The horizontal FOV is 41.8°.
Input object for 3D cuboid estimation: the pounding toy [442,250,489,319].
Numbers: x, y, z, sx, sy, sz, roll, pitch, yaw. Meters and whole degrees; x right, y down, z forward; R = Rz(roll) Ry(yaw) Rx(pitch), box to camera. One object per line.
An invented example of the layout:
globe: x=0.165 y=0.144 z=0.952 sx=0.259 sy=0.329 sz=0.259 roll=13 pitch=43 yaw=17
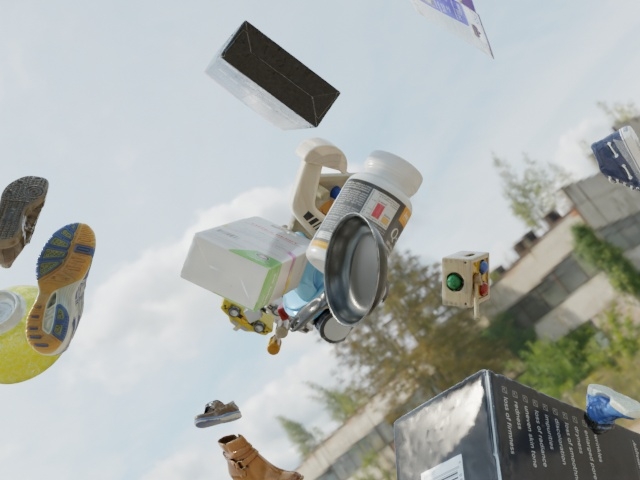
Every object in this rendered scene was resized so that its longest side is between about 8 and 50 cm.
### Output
pounding toy: x=0.337 y=0.099 z=1.898 sx=0.100 sy=0.130 sz=0.141 roll=3 pitch=10 yaw=33

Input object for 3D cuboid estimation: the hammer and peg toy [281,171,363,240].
hammer and peg toy: x=0.055 y=-0.100 z=2.580 sx=0.361 sy=0.127 sz=0.265 roll=-7 pitch=-54 yaw=-43

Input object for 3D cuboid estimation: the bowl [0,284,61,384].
bowl: x=-0.827 y=0.219 z=2.235 sx=0.290 sy=0.289 sz=0.156 roll=-30 pitch=-38 yaw=-11

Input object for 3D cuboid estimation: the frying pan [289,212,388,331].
frying pan: x=0.040 y=0.102 z=1.472 sx=0.053 sy=0.197 sz=0.326 roll=4 pitch=-54 yaw=-26

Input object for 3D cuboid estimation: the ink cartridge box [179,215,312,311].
ink cartridge box: x=-0.158 y=0.046 z=2.029 sx=0.119 sy=0.207 sz=0.353 roll=-70 pitch=-15 yaw=15

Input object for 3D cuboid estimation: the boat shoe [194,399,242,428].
boat shoe: x=-0.308 y=0.503 z=2.445 sx=0.066 sy=0.066 sz=0.183 roll=-31 pitch=-20 yaw=26

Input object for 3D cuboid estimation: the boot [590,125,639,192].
boot: x=0.622 y=-0.131 z=1.687 sx=0.086 sy=0.189 sz=0.069 roll=-26 pitch=4 yaw=32

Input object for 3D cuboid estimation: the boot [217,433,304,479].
boot: x=-0.141 y=0.500 z=1.878 sx=0.197 sy=0.152 sz=0.073 roll=-19 pitch=10 yaw=35

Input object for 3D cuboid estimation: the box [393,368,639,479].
box: x=0.417 y=0.574 z=1.623 sx=0.472 sy=0.479 sz=0.297 roll=24 pitch=-44 yaw=-26

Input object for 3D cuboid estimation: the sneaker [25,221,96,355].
sneaker: x=-0.565 y=0.107 z=1.838 sx=0.131 sy=0.112 sz=0.296 roll=99 pitch=-175 yaw=-74

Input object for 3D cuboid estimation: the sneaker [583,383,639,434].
sneaker: x=0.547 y=0.331 z=1.576 sx=0.058 sy=0.084 sz=0.152 roll=7 pitch=6 yaw=-16

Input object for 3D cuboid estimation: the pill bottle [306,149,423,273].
pill bottle: x=0.100 y=-0.045 z=1.804 sx=0.278 sy=0.162 sz=0.162 roll=-60 pitch=-14 yaw=-12

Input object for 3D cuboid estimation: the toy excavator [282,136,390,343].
toy excavator: x=0.000 y=0.000 z=2.299 sx=0.433 sy=0.222 sz=0.445 roll=-47 pitch=-59 yaw=4

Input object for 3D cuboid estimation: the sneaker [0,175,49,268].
sneaker: x=-0.497 y=-0.033 z=1.373 sx=0.188 sy=0.066 sz=0.071 roll=-81 pitch=4 yaw=-52

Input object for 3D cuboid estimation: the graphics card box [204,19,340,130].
graphics card box: x=-0.112 y=-0.329 z=1.740 sx=0.094 sy=0.233 sz=0.371 roll=-55 pitch=13 yaw=-1

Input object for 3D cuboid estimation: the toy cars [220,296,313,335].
toy cars: x=-0.178 y=0.239 z=2.653 sx=0.087 sy=0.176 sz=0.394 roll=-47 pitch=-28 yaw=24

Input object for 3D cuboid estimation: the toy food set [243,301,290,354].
toy food set: x=-0.152 y=0.209 z=2.472 sx=0.111 sy=0.232 sz=0.104 roll=-26 pitch=11 yaw=8

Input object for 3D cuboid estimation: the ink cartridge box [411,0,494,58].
ink cartridge box: x=0.258 y=-0.462 z=1.656 sx=0.045 sy=0.208 sz=0.206 roll=-52 pitch=-22 yaw=3
